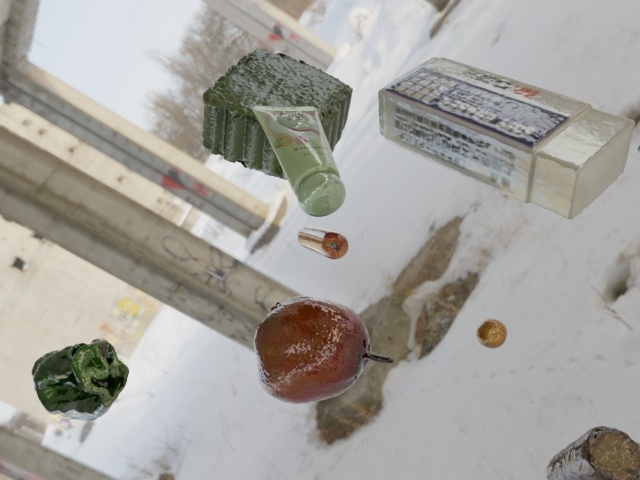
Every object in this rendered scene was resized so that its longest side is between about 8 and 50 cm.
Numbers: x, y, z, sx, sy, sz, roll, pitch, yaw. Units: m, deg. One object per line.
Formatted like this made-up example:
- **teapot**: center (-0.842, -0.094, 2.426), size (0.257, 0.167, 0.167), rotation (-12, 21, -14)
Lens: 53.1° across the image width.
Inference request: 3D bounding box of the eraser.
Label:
- **eraser**: center (0.211, -0.135, 0.771), size (0.124, 0.279, 0.081), rotation (-35, -42, -29)

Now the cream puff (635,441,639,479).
- **cream puff**: center (0.541, 0.414, 1.120), size (0.104, 0.120, 0.133), rotation (104, -171, -47)

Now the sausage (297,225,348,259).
- **sausage**: center (0.000, 0.000, 1.309), size (0.053, 0.053, 0.348), rotation (-60, 12, -2)

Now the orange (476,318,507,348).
- **orange**: center (0.469, 0.255, 1.754), size (0.083, 0.083, 0.070), rotation (-58, -7, 5)

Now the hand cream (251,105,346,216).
- **hand cream**: center (-0.034, -0.174, 1.276), size (0.093, 0.147, 0.305), rotation (106, 151, -43)

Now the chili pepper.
- **chili pepper**: center (-0.307, 0.182, 0.818), size (0.084, 0.099, 0.253), rotation (-19, 0, -37)

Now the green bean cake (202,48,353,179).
- **green bean cake**: center (-0.114, -0.309, 1.632), size (0.319, 0.335, 0.218), rotation (-56, -17, -43)

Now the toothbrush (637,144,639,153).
- **toothbrush**: center (0.469, -0.134, 0.888), size (0.016, 0.019, 0.220), rotation (-42, -16, 36)

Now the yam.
- **yam**: center (0.349, 0.291, 0.822), size (0.141, 0.079, 0.079), rotation (97, -166, -57)

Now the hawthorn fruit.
- **hawthorn fruit**: center (0.011, 0.294, 1.683), size (0.285, 0.369, 0.284), rotation (5, -90, -77)
